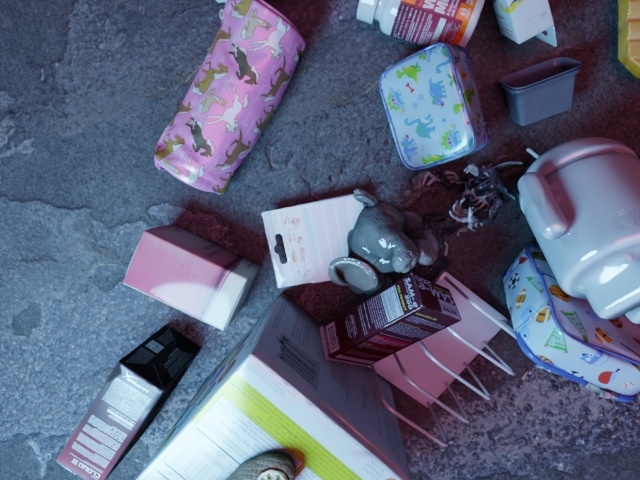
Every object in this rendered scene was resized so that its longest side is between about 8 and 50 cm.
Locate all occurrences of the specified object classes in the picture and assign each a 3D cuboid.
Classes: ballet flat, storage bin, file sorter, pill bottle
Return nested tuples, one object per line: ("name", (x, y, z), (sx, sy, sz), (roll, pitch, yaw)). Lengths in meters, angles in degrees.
("ballet flat", (-0.148, 0.411, 0.635), (0.250, 0.058, 0.084), (-29, 96, 9))
("storage bin", (0.439, -0.298, 0.830), (0.135, 0.098, 0.091), (-19, 124, 6))
("file sorter", (0.265, 0.244, 0.857), (0.193, 0.173, 0.277), (37, 98, -11))
("pill bottle", (0.190, -0.454, 0.802), (0.222, 0.121, 0.121), (18, 99, 1))

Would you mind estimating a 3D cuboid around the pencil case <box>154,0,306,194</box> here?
("pencil case", (-0.189, -0.281, 0.834), (0.167, 0.160, 0.385), (36, 101, 32))

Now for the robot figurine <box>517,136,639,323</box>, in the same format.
("robot figurine", (0.479, -0.038, 0.709), (0.300, 0.353, 0.199), (12, 139, -21))

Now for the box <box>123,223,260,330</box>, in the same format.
("box", (-0.269, 0.072, 0.891), (0.233, 0.148, 0.126), (25, 98, -1))

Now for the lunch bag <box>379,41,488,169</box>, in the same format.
("lunch bag", (0.218, -0.259, 0.813), (0.176, 0.090, 0.218), (-14, 97, 45))

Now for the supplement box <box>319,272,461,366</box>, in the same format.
("supplement box", (0.127, 0.161, 0.789), (0.130, 0.073, 0.239), (24, 132, -39))

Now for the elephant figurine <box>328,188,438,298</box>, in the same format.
("elephant figurine", (0.097, 0.046, 0.813), (0.239, 0.170, 0.185), (-46, 58, 37))

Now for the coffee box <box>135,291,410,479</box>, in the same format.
("coffee box", (-0.078, 0.374, 0.826), (0.338, 0.337, 0.334), (41, 99, -3))

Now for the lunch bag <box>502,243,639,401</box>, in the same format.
("lunch bag", (0.488, 0.147, 0.777), (0.243, 0.303, 0.114), (23, 126, -1))

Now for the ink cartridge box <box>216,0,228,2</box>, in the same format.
("ink cartridge box", (-0.149, -0.607, 0.818), (0.159, 0.092, 0.217), (-1, 96, 3))

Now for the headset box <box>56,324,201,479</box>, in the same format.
("headset box", (-0.416, 0.361, 0.906), (0.110, 0.218, 0.293), (35, 98, -1))

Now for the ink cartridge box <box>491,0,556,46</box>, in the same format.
("ink cartridge box", (0.370, -0.451, 0.771), (0.067, 0.115, 0.198), (-25, 121, 21))

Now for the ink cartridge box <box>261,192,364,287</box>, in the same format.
("ink cartridge box", (0.000, 0.000, 0.916), (0.225, 0.056, 0.180), (-10, 98, 9))

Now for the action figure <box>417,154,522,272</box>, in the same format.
("action figure", (0.275, -0.071, 0.832), (0.141, 0.164, 0.275), (23, 110, -33))

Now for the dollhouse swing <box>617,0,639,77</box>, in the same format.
("dollhouse swing", (0.764, -0.466, 0.691), (0.305, 0.315, 0.346), (-7, 98, -16))
